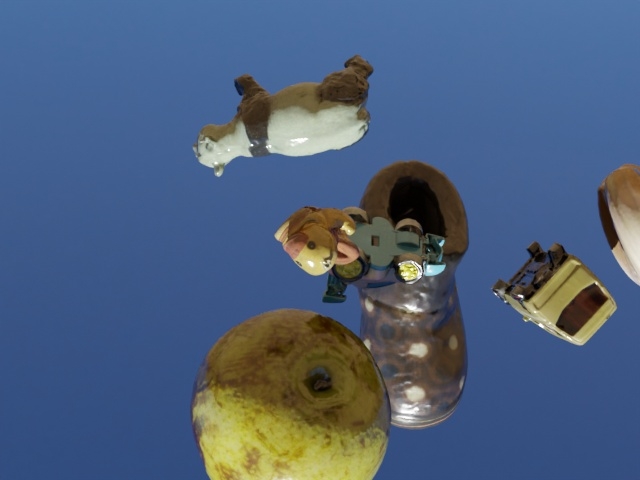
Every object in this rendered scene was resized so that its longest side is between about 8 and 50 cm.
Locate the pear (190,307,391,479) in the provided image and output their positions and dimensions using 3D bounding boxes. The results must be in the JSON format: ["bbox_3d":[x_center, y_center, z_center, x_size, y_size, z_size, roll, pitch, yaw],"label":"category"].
[{"bbox_3d":[-0.044,0.230,1.653,0.284,0.283,0.283,3,-153,-2],"label":"pear"}]

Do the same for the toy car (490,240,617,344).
[{"bbox_3d":[0.329,0.077,1.788,0.124,0.101,0.257,43,180,-1],"label":"toy car"}]

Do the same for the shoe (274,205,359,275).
[{"bbox_3d":[0.003,-0.002,1.310,0.069,0.072,0.109,45,-177,10],"label":"shoe"}]

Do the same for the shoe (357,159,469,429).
[{"bbox_3d":[0.141,0.073,1.896,0.171,0.237,0.384,-1,-117,-5],"label":"shoe"}]

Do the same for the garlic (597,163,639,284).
[{"bbox_3d":[0.456,0.004,1.744,0.228,0.110,0.217,52,-168,8],"label":"garlic"}]

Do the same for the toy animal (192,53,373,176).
[{"bbox_3d":[-0.044,-0.138,1.476,0.225,0.094,0.121,-9,-149,8],"label":"toy animal"}]

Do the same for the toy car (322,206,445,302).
[{"bbox_3d":[0.079,0.030,1.683,0.161,0.098,0.126,9,-147,-4],"label":"toy car"}]
